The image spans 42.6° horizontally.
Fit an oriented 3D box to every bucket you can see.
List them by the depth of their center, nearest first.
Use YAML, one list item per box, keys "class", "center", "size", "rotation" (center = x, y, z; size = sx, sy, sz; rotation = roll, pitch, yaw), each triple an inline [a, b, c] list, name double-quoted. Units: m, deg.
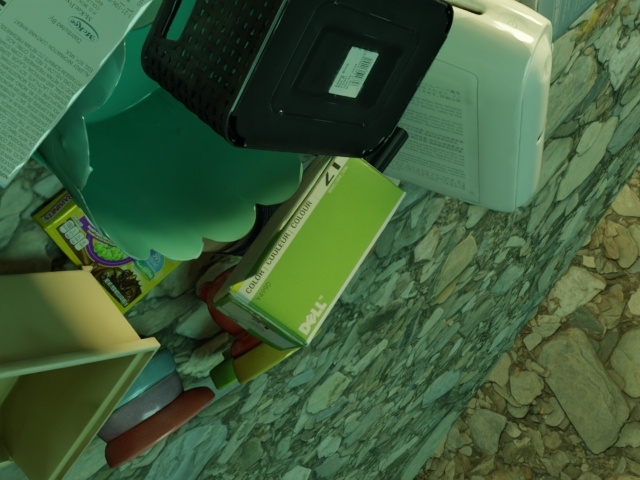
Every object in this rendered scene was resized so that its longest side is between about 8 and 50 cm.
- class: "bucket"
  center: [-0.118, -0.142, 0.638]
  size: [0.281, 0.183, 0.281]
  rotation: [-37, 151, -24]

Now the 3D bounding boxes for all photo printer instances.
- class: "photo printer"
  center: [0.126, -0.169, 0.914]
  size: [0.107, 0.256, 0.307]
  rotation: [-62, 158, -19]

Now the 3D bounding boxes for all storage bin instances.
- class: "storage bin"
  center: [-0.008, -0.127, 0.524]
  size: [0.180, 0.084, 0.122]
  rotation: [-3, 127, -55]
- class: "storage bin"
  center: [-0.334, 0.157, 0.749]
  size: [0.260, 0.123, 0.262]
  rotation: [-53, 155, 23]

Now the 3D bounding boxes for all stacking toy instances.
- class: "stacking toy"
  center: [-0.167, 0.147, 1.072]
  size: [0.309, 0.130, 0.279]
  rotation: [-33, 179, -7]

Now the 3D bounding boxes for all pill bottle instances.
- class: "pill bottle"
  center: [-0.086, -0.027, 0.946]
  size: [0.094, 0.094, 0.169]
  rotation: [-55, 154, 13]

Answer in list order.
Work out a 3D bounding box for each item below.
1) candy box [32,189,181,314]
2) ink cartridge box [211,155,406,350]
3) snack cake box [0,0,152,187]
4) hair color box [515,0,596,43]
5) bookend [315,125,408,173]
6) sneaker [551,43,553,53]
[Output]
- class: "candy box"
  center: [-0.211, -0.002, 0.861]
  size: [0.105, 0.027, 0.206]
  rotation: [-45, 155, -14]
- class: "ink cartridge box"
  center: [0.000, 0.000, 0.778]
  size: [0.189, 0.097, 0.255]
  rotation: [-56, -173, -16]
- class: "snack cake box"
  center: [-0.222, -0.166, 0.397]
  size: [0.264, 0.089, 0.152]
  rotation: [38, 95, -30]
- class: "hair color box"
  center: [0.295, -0.396, 0.940]
  size: [0.374, 0.185, 0.113]
  rotation: [-43, 154, -12]
- class: "bookend"
  center: [0.003, -0.156, 0.829]
  size: [0.072, 0.157, 0.156]
  rotation: [-54, 158, -22]
- class: "sneaker"
  center: [0.295, -0.202, 1.302]
  size: [0.122, 0.110, 0.283]
  rotation: [-27, 147, -45]
